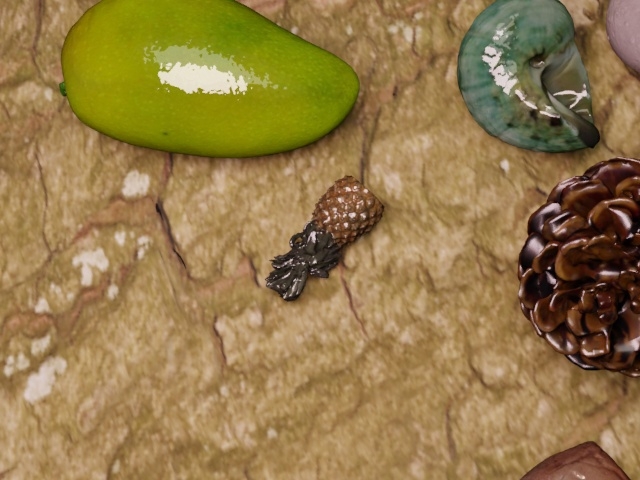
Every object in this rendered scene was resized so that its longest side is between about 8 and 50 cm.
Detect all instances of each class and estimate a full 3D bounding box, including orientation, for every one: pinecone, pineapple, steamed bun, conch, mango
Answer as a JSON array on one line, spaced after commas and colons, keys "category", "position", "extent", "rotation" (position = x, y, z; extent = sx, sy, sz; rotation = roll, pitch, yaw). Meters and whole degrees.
[{"category": "pinecone", "position": [0.304, 0.027, 0.749], "extent": [0.224, 0.272, 0.224], "rotation": [7, 102, 35]}, {"category": "pineapple", "position": [0.000, 0.000, 0.856], "extent": [0.074, 0.074, 0.159], "rotation": [42, 89, 11]}, {"category": "steamed bun", "position": [0.252, 0.298, 0.754], "extent": [0.175, 0.106, 0.145], "rotation": [-36, 72, -21]}, {"category": "conch", "position": [0.239, -0.195, 0.866], "extent": [0.175, 0.122, 0.188], "rotation": [9, 78, -17]}, {"category": "mango", "position": [-0.126, -0.191, 0.862], "extent": [0.343, 0.156, 0.192], "rotation": [9, 85, 1]}]

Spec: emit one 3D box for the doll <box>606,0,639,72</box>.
[{"category": "doll", "position": [0.450, -0.189, 0.849], "extent": [0.151, 0.151, 0.287], "rotation": [-33, 81, -6]}]
